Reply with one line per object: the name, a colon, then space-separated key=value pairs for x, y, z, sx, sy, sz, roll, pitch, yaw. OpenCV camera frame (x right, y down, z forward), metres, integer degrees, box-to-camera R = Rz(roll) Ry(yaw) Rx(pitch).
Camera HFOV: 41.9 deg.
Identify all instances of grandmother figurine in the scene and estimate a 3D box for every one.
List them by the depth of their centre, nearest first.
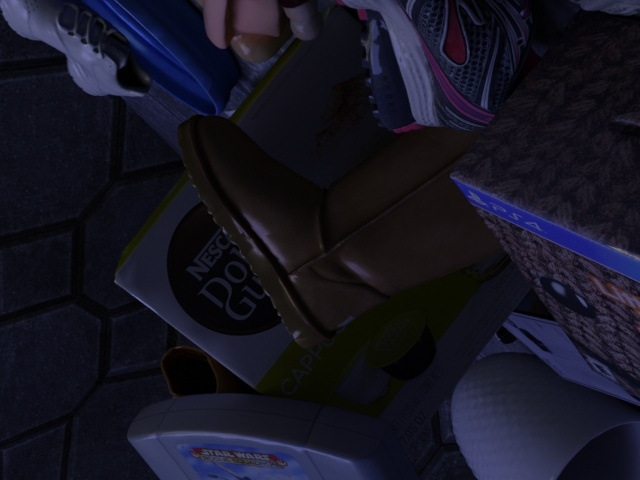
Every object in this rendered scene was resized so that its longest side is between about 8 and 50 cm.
grandmother figurine: x=-0.069 y=-0.249 z=0.678 sx=0.208 sy=0.104 sz=0.342 roll=44 pitch=175 yaw=5

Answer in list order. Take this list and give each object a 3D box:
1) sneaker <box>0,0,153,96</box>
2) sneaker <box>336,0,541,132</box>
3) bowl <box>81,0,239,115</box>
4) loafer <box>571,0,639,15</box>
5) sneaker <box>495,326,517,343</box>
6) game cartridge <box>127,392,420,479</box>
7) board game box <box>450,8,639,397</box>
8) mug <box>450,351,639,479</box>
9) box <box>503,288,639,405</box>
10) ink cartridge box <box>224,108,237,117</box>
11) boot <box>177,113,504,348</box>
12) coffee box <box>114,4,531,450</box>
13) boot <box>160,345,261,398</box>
sneaker: x=-0.357 y=-0.316 z=1.261 sx=0.129 sy=0.111 sz=0.297 roll=17 pitch=167 yaw=29
sneaker: x=0.075 y=-0.168 z=0.490 sx=0.112 sy=0.121 sz=0.299 roll=5 pitch=160 yaw=19
bowl: x=-0.289 y=-0.351 z=1.315 sx=0.391 sy=0.077 sz=0.391 roll=38 pitch=174 yaw=5
loafer: x=0.118 y=-0.155 z=0.248 sx=0.111 sy=0.112 sz=0.319 roll=31 pitch=174 yaw=-3
sneaker: x=0.253 y=0.073 z=1.254 sx=0.208 sy=0.081 sz=0.094 roll=52 pitch=174 yaw=-36
game cartridge: x=-0.045 y=0.232 z=0.821 sx=0.297 sy=0.062 sz=0.198 roll=-5 pitch=132 yaw=33
board game box: x=0.261 y=0.022 z=0.529 sx=0.232 sy=0.141 sz=0.291 roll=32 pitch=171 yaw=47
mug: x=0.429 y=0.353 z=1.490 sx=0.374 sy=0.276 sz=0.328 roll=8 pitch=-163 yaw=-30
box: x=0.325 y=0.107 z=0.988 sx=0.169 sy=0.087 sz=0.290 roll=40 pitch=174 yaw=-8
ink cartridge box: x=0.007 y=-0.124 z=1.270 sx=0.296 sy=0.066 sz=0.261 roll=42 pitch=173 yaw=-19
boot: x=0.049 y=-0.065 z=0.689 sx=0.236 sy=0.269 sz=0.089 roll=57 pitch=-165 yaw=-5
coffee box: x=0.000 y=0.000 z=0.950 sx=0.334 sy=0.337 sz=0.338 roll=40 pitch=174 yaw=-10
boot: x=-0.058 y=0.230 z=0.939 sx=0.295 sy=0.104 sz=0.211 roll=23 pitch=159 yaw=46
